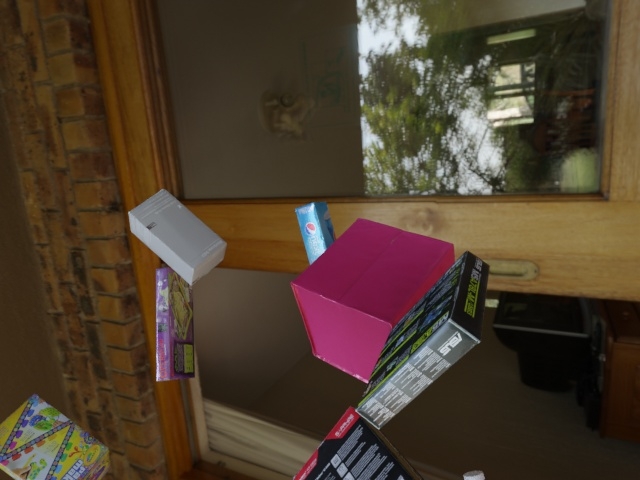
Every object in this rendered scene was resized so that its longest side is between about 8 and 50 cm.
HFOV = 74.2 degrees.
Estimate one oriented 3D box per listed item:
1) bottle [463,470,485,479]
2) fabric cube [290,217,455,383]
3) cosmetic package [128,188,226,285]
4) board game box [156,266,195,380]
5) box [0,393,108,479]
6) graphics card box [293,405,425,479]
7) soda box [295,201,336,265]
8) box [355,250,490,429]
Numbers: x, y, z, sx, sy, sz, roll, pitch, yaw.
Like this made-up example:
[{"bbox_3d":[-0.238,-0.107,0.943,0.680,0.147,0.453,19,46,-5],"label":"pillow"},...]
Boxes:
[{"bbox_3d":[0.545,0.916,1.387,0.092,0.118,0.282,65,-168,-72],"label":"bottle"},{"bbox_3d":[0.130,0.143,0.960,0.258,0.259,0.254,-43,-44,-33],"label":"fabric cube"},{"bbox_3d":[-0.381,-0.009,1.136,0.127,0.238,0.107,-47,-11,-36],"label":"cosmetic package"},{"bbox_3d":[-0.475,0.279,1.395,0.208,0.056,0.346,86,177,-73],"label":"board game box"},{"bbox_3d":[-0.811,0.657,1.277,0.177,0.279,0.290,-52,-4,-43],"label":"box"},{"bbox_3d":[0.117,0.573,0.910,0.232,0.371,0.094,-50,-56,-6],"label":"graphics card box"},{"bbox_3d":[0.000,0.000,1.186,0.071,0.067,0.209,-11,-94,-58],"label":"soda box"},{"bbox_3d":[0.135,0.122,0.546,0.190,0.045,0.184,-56,-4,31],"label":"box"}]
